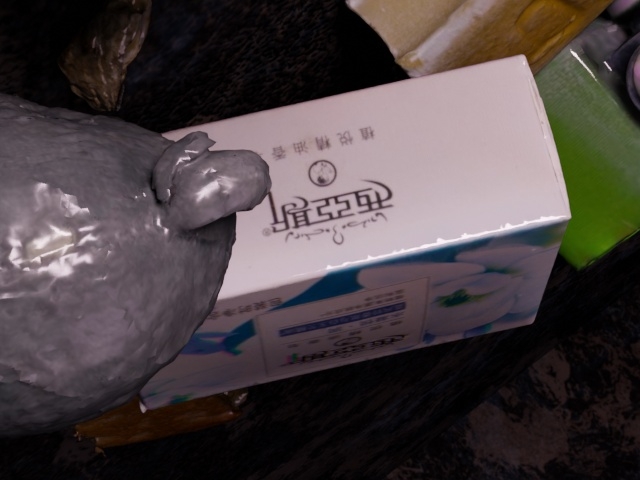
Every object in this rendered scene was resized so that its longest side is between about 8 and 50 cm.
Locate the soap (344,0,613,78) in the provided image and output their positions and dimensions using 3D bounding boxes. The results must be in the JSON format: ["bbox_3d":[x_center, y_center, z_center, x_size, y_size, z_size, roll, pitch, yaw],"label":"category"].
[{"bbox_3d":[0.159,-0.208,0.983,0.274,0.089,0.173,-45,161,20],"label":"soap"}]

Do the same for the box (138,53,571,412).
[{"bbox_3d":[0.001,0.002,1.001,0.274,0.116,0.203,-12,161,-4],"label":"box"}]

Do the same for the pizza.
[{"bbox_3d":[-0.132,0.108,1.262,0.147,0.069,0.226,-18,161,5],"label":"pizza"}]

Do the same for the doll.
[{"bbox_3d":[-0.176,0.007,0.757,0.246,0.158,0.340,-32,-165,-23],"label":"doll"}]

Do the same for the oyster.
[{"bbox_3d":[-0.107,-0.106,0.817,0.080,0.038,0.083,-80,-172,-77],"label":"oyster"}]

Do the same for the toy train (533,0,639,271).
[{"bbox_3d":[0.260,-0.130,1.174,0.249,0.173,0.307,-41,-179,39],"label":"toy train"}]
